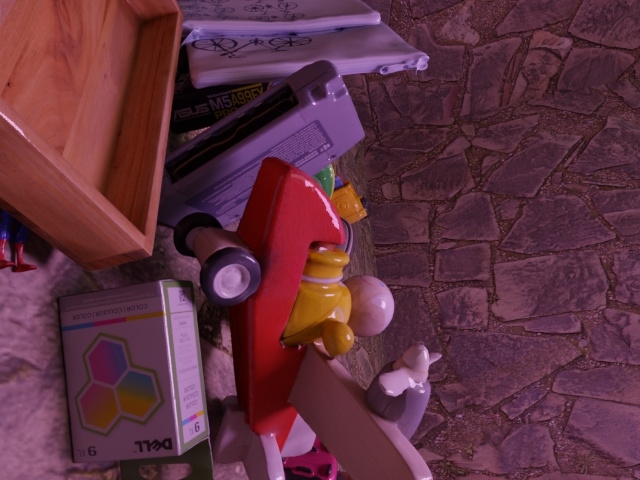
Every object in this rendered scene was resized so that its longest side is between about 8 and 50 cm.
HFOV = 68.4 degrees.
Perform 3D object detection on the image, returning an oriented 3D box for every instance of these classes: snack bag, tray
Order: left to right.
[{"bbox_3d":[-0.231,-0.197,0.465,0.203,0.076,0.411,63,15,-52],"label":"tray"},{"bbox_3d":[-0.052,-0.314,0.700,0.342,0.323,0.037,-110,-164,-47],"label":"snack bag"}]

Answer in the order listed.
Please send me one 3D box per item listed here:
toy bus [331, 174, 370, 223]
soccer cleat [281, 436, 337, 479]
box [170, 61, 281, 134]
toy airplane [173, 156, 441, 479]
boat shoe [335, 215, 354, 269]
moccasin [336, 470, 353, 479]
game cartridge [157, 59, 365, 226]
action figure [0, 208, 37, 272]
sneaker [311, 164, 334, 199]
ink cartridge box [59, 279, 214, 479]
[{"bbox_3d":[0.083,-0.163,1.799,0.211,0.149,0.220,62,13,-7],"label":"toy bus"},{"bbox_3d":[-0.038,0.498,0.812,0.331,0.116,0.143,-78,170,-55],"label":"soccer cleat"},{"bbox_3d":[-0.118,-0.283,0.776,0.270,0.216,0.060,-84,161,-49],"label":"box"},{"bbox_3d":[-0.021,0.134,0.615,0.386,0.272,0.384,68,-27,17],"label":"toy airplane"},{"bbox_3d":[0.000,0.000,0.921,0.335,0.112,0.095,-111,-170,-62],"label":"boat shoe"},{"bbox_3d":[0.094,0.687,1.110,0.139,0.147,0.380,-69,147,-67],"label":"moccasin"},{"bbox_3d":[-0.084,-0.108,0.641,0.060,0.294,0.196,62,8,18],"label":"game cartridge"},{"bbox_3d":[-0.257,-0.033,0.399,0.038,0.030,0.115,26,52,-71],"label":"action figure"},{"bbox_3d":[-0.051,-0.196,1.034,0.123,0.109,0.295,-49,133,-45],"label":"sneaker"},{"bbox_3d":[-0.171,0.147,0.445,0.062,0.109,0.209,16,65,-76],"label":"ink cartridge box"}]
